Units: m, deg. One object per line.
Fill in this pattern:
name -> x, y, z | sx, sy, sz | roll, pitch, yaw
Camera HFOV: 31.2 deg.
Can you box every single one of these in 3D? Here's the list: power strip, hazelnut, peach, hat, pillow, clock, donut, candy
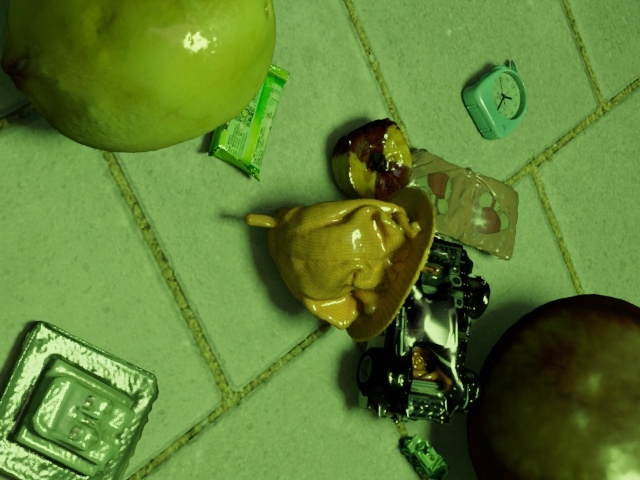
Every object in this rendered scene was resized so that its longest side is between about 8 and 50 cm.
power strip -> -0.308, 0.229, 1.459 | 0.213, 0.064, 0.198 | 32, 68, -32
hazelnut -> 0.416, 0.295, 1.848 | 0.402, 0.402, 0.429 | 29, 62, -34
peach -> -0.221, -0.256, 1.417 | 0.314, 0.281, 0.315 | 31, 58, 3
hat -> 0.000, 0.000, 1.640 | 0.233, 0.244, 0.233 | 18, 70, -22
pillow -> 0.229, -0.059, 1.909 | 0.248, 0.049, 0.135 | 19, 75, -32
clock -> 0.316, -0.252, 1.988 | 0.147, 0.045, 0.108 | -45, 115, -31
donut -> 0.079, -0.122, 1.785 | 0.140, 0.059, 0.140 | 3, 86, -39
candy -> -0.105, -0.184, 1.660 | 0.102, 0.032, 0.178 | 26, 71, -38

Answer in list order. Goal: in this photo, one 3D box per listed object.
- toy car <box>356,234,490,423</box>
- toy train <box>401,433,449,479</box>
toy car -> 0.161, 0.137, 1.791 | 0.193, 0.118, 0.301 | 13, 75, -21
toy train -> 0.166, 0.346, 1.835 | 0.033, 0.053, 0.083 | -48, 117, -29
